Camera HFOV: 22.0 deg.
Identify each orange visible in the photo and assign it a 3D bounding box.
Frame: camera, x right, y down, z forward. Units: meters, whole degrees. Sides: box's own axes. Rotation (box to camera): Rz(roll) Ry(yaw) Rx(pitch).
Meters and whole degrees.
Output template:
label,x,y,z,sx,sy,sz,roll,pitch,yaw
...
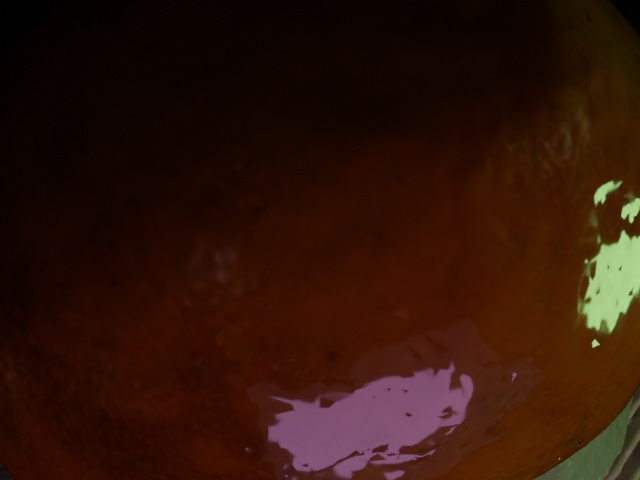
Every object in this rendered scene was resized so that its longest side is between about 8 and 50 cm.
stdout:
label,x,y,z,sx,sy,sz,roll,pitch,yaw
orange,0.000,0.000,0.615,0.283,0.226,0.284,-18,172,-3

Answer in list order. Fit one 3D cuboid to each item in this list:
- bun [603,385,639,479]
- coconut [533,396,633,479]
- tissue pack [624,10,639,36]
label,x,y,z,sx,sy,sz,roll,pitch,yaw
bun,0.185,0.135,1.186,0.359,0.360,0.211,-14,-165,-14
coconut,0.044,0.070,0.867,0.245,0.245,0.247,-5,168,-40
tissue pack,0.197,-0.086,0.900,0.193,0.026,0.122,-5,161,-36
